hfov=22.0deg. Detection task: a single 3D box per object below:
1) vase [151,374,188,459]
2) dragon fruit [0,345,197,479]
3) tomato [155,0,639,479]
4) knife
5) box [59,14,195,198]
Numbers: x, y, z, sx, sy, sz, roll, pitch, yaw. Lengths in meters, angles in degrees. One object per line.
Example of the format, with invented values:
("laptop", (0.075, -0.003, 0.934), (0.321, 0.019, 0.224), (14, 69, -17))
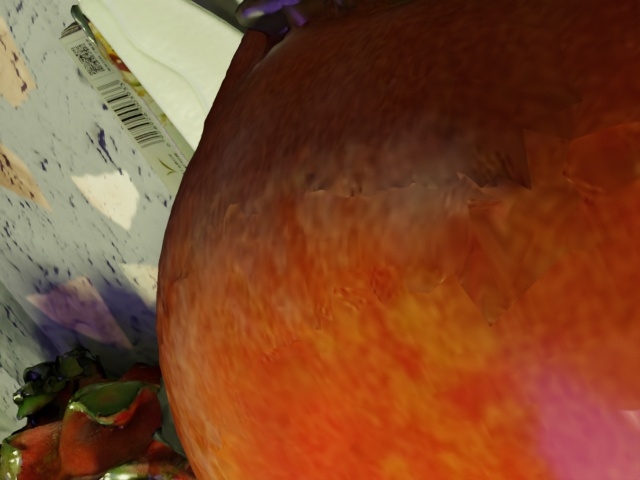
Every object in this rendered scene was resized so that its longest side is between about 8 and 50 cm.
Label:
("vase", (0.008, 0.155, 0.854), (0.237, 0.115, 0.115), (55, 159, 35))
("dragon fruit", (-0.136, 0.148, 1.059), (0.269, 0.198, 0.200), (45, 165, 31))
("tomato", (0.112, 0.013, 0.456), (0.325, 0.293, 0.290), (-9, 124, 48))
("knife", (0.003, -0.001, 0.797), (0.081, 0.043, 0.336), (-31, 108, 15))
("box", (-0.050, -0.037, 0.833), (0.207, 0.050, 0.041), (54, 153, -16))
